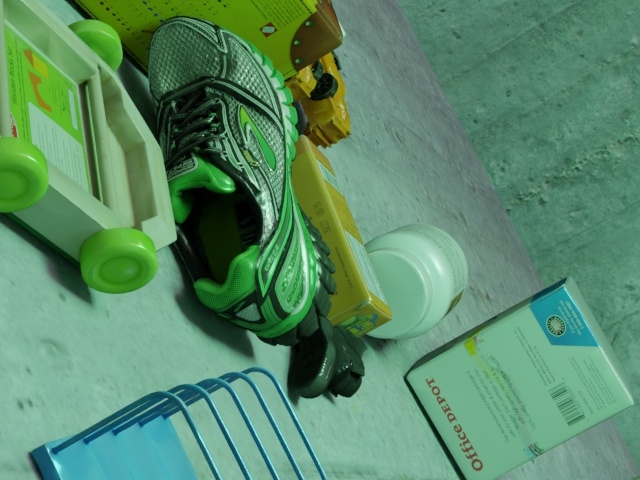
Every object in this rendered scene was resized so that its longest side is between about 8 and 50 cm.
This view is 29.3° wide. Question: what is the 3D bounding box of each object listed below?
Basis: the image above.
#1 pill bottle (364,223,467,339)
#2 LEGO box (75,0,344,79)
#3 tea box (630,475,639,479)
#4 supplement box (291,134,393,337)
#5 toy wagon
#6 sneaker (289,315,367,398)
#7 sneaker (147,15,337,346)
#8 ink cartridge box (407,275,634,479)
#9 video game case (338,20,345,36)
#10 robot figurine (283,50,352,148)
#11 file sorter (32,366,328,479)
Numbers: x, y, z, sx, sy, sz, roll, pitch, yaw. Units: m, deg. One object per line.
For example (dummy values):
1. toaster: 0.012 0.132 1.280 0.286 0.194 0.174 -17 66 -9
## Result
1. pill bottle: 0.102 0.052 1.502 0.131 0.131 0.229 61 16 3
2. LEGO box: -0.210 -0.417 1.252 0.500 0.193 0.373 45 21 -46
3. tea box: 0.386 0.435 1.327 0.323 0.329 0.220 48 20 -39
4. supplement box: 0.000 0.000 1.380 0.080 0.078 0.233 42 24 -56
5. toy wagon: -0.228 -0.119 0.901 0.344 0.068 0.267 43 22 -45
6. sneaker: 0.014 0.128 1.237 0.089 0.051 0.170 49 15 -20
7. sneaker: -0.089 -0.076 1.131 0.146 0.134 0.344 31 33 -59
8. ink cartridge box: 0.259 0.178 1.577 0.171 0.232 0.168 61 13 4
9. video game case: -0.028 -0.358 1.898 0.157 0.019 0.143 61 -22 2
10. robot figurine: -0.043 -0.275 1.728 0.211 0.085 0.291 44 23 -46
11. file sorter: -0.081 0.154 0.796 0.118 0.104 0.170 62 16 9
